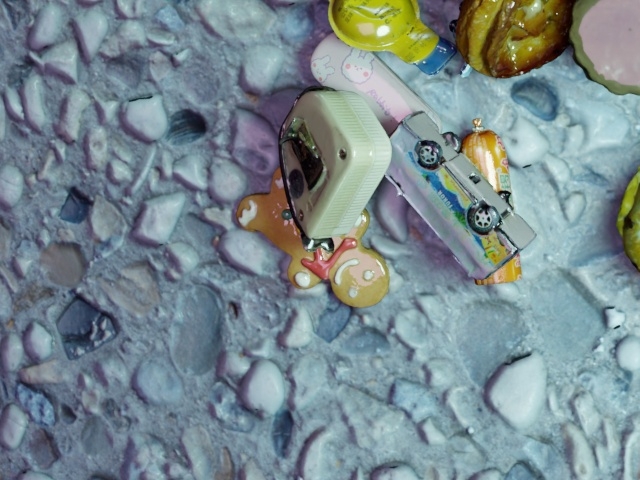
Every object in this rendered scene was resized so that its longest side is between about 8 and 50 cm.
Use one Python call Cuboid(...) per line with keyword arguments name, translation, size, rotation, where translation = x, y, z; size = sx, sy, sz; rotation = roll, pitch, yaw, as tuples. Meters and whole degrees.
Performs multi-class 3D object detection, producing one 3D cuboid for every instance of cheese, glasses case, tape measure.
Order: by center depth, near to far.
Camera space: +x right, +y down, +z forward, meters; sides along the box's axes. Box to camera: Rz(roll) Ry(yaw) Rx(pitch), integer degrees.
Cuboid(name="cheese", translation=(0.126, -0.402, 1.881), size=(0.270, 0.069, 0.177), rotation=(38, 69, 16))
Cuboid(name="tape measure", translation=(-0.003, -0.146, 1.895), size=(0.231, 0.133, 0.271), rotation=(60, 141, 32))
Cuboid(name="glasses case", translation=(0.106, -0.275, 1.935), size=(0.297, 0.075, 0.113), rotation=(44, 107, 3))

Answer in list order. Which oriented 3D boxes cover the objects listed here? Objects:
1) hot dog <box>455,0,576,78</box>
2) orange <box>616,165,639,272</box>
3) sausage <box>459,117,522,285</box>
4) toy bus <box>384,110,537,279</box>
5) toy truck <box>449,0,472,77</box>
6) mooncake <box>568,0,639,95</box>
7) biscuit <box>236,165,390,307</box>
Cuboid(name="hot dog", translation=(0.363, -0.469, 1.757), size=(0.174, 0.267, 0.387), rotation=(26, 106, 47))
Cuboid(name="orange", translation=(0.692, -0.013, 1.754), size=(0.368, 0.210, 0.271), rotation=(41, 109, 3))
Cuboid(name="sausage", translation=(0.316, -0.074, 1.905), size=(0.093, 0.093, 0.312), rotation=(-6, 97, 16))
Cuboid(name="toy bus", translation=(0.238, -0.082, 1.835), size=(0.317, 0.112, 0.138), rotation=(50, 125, 10))
Cuboid(name="toy truck", translation=(0.272, -0.378, 1.886), size=(0.074, 0.063, 0.136), rotation=(26, 106, -13))
Cuboid(name="mooncake", translation=(0.529, -0.355, 1.696), size=(0.228, 0.124, 0.228), rotation=(2, 97, 17))
Cuboid(name="biscuit", translation=(0.000, 0.000, 2.024), size=(0.216, 0.047, 0.340), rotation=(-43, 86, 18))
